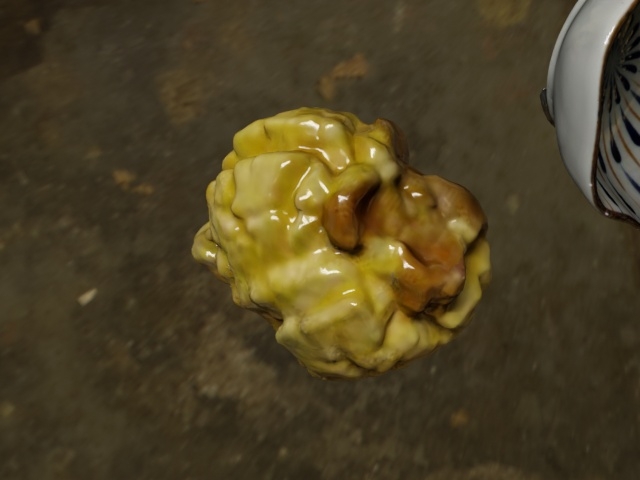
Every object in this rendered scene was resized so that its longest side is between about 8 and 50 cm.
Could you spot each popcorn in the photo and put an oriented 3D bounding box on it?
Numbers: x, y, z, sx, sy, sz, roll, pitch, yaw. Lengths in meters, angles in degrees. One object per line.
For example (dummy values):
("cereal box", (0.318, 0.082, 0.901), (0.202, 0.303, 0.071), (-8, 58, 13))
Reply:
("popcorn", (0.000, 0.000, 1.794), (0.225, 0.332, 0.265), (-47, 122, -23))

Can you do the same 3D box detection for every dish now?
("dish", (0.185, -0.100, 1.138), (0.066, 0.190, 0.191), (21, 107, 34))
